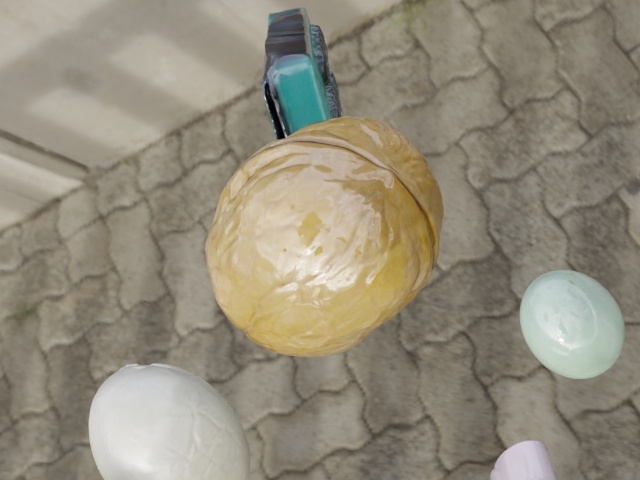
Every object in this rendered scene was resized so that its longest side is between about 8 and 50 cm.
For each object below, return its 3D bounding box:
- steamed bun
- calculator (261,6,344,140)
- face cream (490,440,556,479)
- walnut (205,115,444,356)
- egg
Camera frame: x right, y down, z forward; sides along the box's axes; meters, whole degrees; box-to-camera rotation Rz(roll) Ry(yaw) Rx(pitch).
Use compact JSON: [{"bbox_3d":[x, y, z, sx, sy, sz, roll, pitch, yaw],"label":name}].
[{"bbox_3d":[-0.180,0.254,1.295,0.177,0.228,0.131,-3,42,26],"label":"steamed bun"},{"bbox_3d":[0.001,-0.090,1.075,0.058,0.274,0.248,-14,112,5],"label":"calculator"},{"bbox_3d":[0.256,0.368,1.263,0.107,0.073,0.269,108,159,-45],"label":"face cream"},{"bbox_3d":[0.000,0.000,0.805,0.197,0.165,0.165,-34,58,54],"label":"walnut"},{"bbox_3d":[0.386,0.128,1.698,0.149,0.192,0.149,-31,27,18],"label":"egg"}]
